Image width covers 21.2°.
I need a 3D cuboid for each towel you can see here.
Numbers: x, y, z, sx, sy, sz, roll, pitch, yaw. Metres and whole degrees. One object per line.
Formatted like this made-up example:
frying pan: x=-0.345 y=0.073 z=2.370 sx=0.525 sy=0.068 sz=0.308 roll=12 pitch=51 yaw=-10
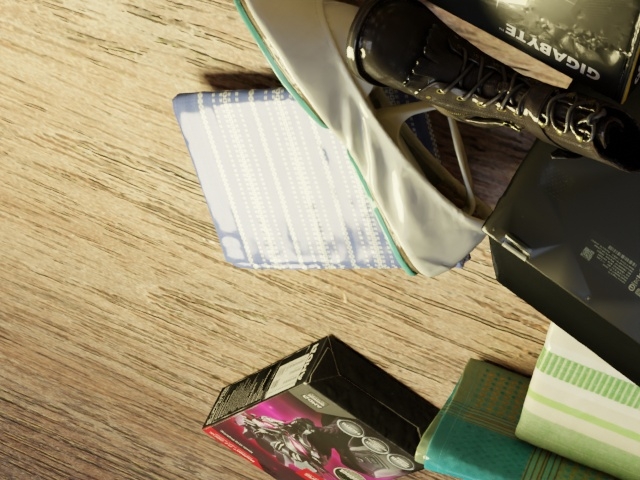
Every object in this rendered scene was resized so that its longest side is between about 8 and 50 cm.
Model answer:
towel: x=0.323 y=0.274 z=2.137 sx=0.370 sy=0.271 sz=0.040 roll=20 pitch=116 yaw=13
towel: x=-0.002 y=-0.073 z=1.981 sx=0.336 sy=0.040 sz=0.243 roll=0 pitch=123 yaw=31
towel: x=0.379 y=0.153 z=1.991 sx=0.248 sy=0.038 sz=0.325 roll=20 pitch=130 yaw=12

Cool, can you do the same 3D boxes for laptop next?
laptop: x=0.385 y=0.028 z=1.762 sx=0.382 sy=0.236 sz=0.408 roll=37 pitch=118 yaw=15

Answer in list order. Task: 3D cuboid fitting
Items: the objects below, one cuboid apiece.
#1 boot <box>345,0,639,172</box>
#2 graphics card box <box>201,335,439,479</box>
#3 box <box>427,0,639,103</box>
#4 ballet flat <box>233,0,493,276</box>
boot: x=0.172 y=-0.140 z=1.566 sx=0.229 sy=0.091 sz=0.263 roll=25 pitch=-176 yaw=41
graphics card box: x=0.000 y=0.278 z=2.566 sx=0.233 sy=0.094 sz=0.371 roll=36 pitch=149 yaw=-15
box: x=0.161 y=-0.287 z=1.484 sx=0.322 sy=0.079 sz=0.257 roll=31 pitch=151 yaw=15
ballet flat: x=0.061 y=-0.142 z=1.799 sx=0.139 sy=0.139 sz=0.400 roll=-9 pitch=121 yaw=48
